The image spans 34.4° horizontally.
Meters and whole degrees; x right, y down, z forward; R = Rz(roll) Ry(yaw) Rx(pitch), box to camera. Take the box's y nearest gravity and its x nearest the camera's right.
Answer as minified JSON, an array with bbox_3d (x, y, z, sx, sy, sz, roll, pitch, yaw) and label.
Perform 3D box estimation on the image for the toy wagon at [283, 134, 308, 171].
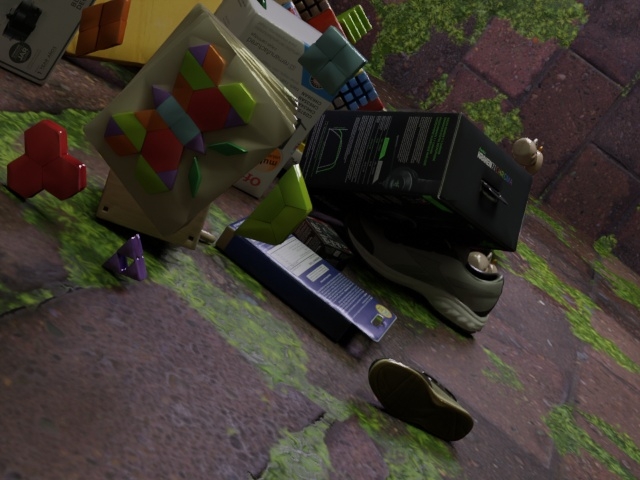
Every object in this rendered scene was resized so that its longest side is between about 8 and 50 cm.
[{"bbox_3d":[-0.015,-0.160,1.813,0.267,0.068,0.344,36,16,-2],"label":"toy wagon"}]

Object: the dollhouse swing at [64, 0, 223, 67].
[{"bbox_3d":[-0.299,-0.436,1.631,0.347,0.305,0.315,4,12,-24],"label":"dollhouse swing"}]

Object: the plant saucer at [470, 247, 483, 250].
[{"bbox_3d":[0.266,-0.088,2.172,0.332,0.084,0.332,34,15,-11],"label":"plant saucer"}]

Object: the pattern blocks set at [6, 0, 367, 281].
[{"bbox_3d":[-0.126,-0.109,0.962,0.285,0.325,0.026,38,15,6],"label":"pattern blocks set"}]

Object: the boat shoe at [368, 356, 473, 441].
[{"bbox_3d":[0.106,0.174,1.158,0.152,0.056,0.049,39,8,-26],"label":"boat shoe"}]

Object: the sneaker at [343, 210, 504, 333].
[{"bbox_3d":[0.156,0.027,1.571,0.271,0.108,0.100,31,18,-6],"label":"sneaker"}]

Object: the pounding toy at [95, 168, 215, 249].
[{"bbox_3d":[-0.169,-0.043,1.145,0.130,0.100,0.141,20,16,-7],"label":"pounding toy"}]

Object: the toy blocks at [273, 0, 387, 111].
[{"bbox_3d":[0.016,-0.281,1.711,0.381,0.191,0.261,59,8,-22],"label":"toy blocks"}]

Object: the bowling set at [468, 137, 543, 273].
[{"bbox_3d":[0.260,-0.072,1.822,0.200,0.287,0.154,27,0,23],"label":"bowling set"}]

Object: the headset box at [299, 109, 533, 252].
[{"bbox_3d":[0.152,-0.089,1.557,0.283,0.131,0.246,7,-15,38],"label":"headset box"}]

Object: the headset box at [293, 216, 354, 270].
[{"bbox_3d":[0.000,0.000,1.456,0.062,0.032,0.083,22,21,-44],"label":"headset box"}]

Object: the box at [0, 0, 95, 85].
[{"bbox_3d":[-0.428,-0.328,1.243,0.290,0.169,0.087,22,21,-38],"label":"box"}]

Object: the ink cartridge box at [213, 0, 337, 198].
[{"bbox_3d":[-0.104,-0.217,1.489,0.171,0.232,0.168,29,20,-27],"label":"ink cartridge box"}]

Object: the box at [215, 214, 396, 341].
[{"bbox_3d":[-0.014,0.051,1.274,0.225,0.036,0.136,37,16,6],"label":"box"}]
